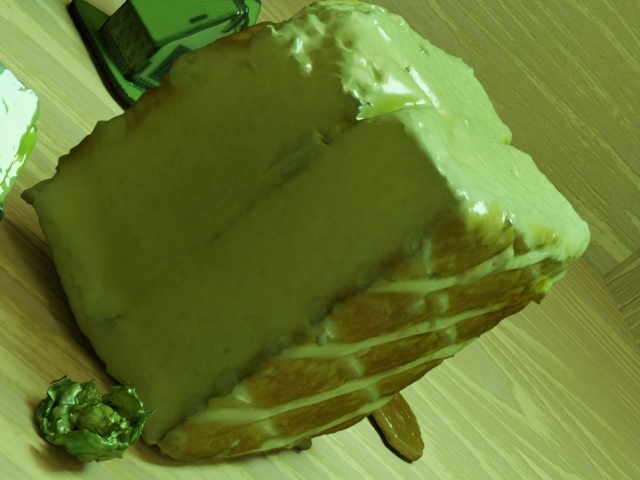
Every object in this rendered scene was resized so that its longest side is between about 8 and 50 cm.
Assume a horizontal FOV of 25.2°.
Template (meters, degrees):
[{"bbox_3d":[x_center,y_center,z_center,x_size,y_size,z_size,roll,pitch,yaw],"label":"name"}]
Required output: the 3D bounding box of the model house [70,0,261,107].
[{"bbox_3d":[-0.132,-0.285,1.771,0.205,0.278,0.218,27,27,-54],"label":"model house"}]

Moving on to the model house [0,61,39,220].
[{"bbox_3d":[-0.324,-0.048,0.983,0.194,0.170,0.211,49,42,-35],"label":"model house"}]

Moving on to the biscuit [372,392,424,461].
[{"bbox_3d":[0.088,0.214,1.726,0.102,0.019,0.130,46,15,-19],"label":"biscuit"}]

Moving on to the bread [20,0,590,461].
[{"bbox_3d":[0.000,0.000,1.303,0.390,0.371,0.279,13,45,-61],"label":"bread"}]

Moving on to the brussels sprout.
[{"bbox_3d":[-0.174,0.136,1.076,0.085,0.058,0.085,14,40,-12],"label":"brussels sprout"}]
